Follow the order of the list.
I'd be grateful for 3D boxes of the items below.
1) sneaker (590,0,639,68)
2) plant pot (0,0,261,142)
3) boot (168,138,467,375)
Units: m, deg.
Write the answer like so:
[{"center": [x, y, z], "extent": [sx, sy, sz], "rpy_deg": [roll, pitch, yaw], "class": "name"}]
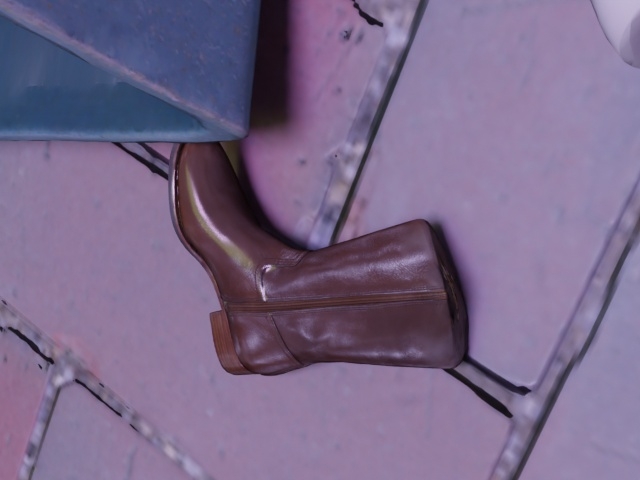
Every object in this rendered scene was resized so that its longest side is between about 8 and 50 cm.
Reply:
[{"center": [0.152, -0.189, 0.309], "extent": [0.292, 0.108, 0.169], "rpy_deg": [-41, 67, 22], "class": "sneaker"}, {"center": [-0.165, -0.194, 0.465], "extent": [0.248, 0.247, 0.252], "rpy_deg": [3, 76, 37], "class": "plant pot"}, {"center": [0.000, 0.000, 0.474], "extent": [0.114, 0.037, 0.106], "rpy_deg": [-9, 101, 41], "class": "boot"}]
